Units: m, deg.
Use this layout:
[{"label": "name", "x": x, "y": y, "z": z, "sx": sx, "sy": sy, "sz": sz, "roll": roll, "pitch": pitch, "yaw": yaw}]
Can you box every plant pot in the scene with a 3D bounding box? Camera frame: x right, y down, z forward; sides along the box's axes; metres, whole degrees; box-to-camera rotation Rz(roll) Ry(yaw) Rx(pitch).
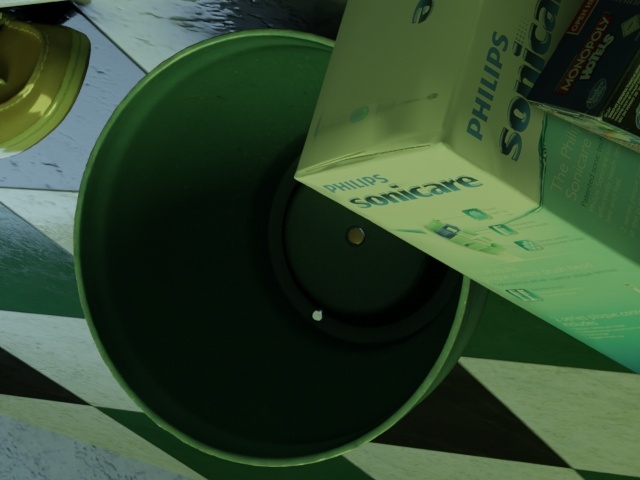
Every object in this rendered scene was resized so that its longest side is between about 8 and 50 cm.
[{"label": "plant pot", "x": 0.000, "y": 0.000, "z": 1.345, "sx": 0.293, "sy": 0.293, "sz": 0.196, "roll": 8, "pitch": -174, "yaw": 23}]

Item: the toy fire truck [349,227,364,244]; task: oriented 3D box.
[{"label": "toy fire truck", "x": 0.022, "y": 0.000, "z": 1.612, "sx": 0.135, "sy": 0.047, "sz": 0.192, "roll": 10, "pitch": 159, "yaw": 16}]

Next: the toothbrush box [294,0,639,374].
[{"label": "toothbrush box", "x": 0.156, "y": -0.074, "z": 1.049, "sx": 0.295, "sy": 0.216, "sz": 0.126, "roll": 28, "pitch": 157, "yaw": -33}]

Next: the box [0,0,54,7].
[{"label": "box", "x": -0.148, "y": -0.195, "z": 1.189, "sx": 0.324, "sy": 0.063, "sz": 0.067, "roll": 0, "pitch": 153, "yaw": 39}]

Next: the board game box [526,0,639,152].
[{"label": "board game box", "x": 0.228, "y": -0.097, "z": 0.964, "sx": 0.194, "sy": 0.194, "sz": 0.060, "roll": 37, "pitch": 172, "yaw": -34}]

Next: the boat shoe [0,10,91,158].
[{"label": "boat shoe", "x": -0.284, "y": -0.123, "z": 1.431, "sx": 0.285, "sy": 0.104, "sz": 0.089, "roll": -3, "pitch": 155, "yaw": 45}]
